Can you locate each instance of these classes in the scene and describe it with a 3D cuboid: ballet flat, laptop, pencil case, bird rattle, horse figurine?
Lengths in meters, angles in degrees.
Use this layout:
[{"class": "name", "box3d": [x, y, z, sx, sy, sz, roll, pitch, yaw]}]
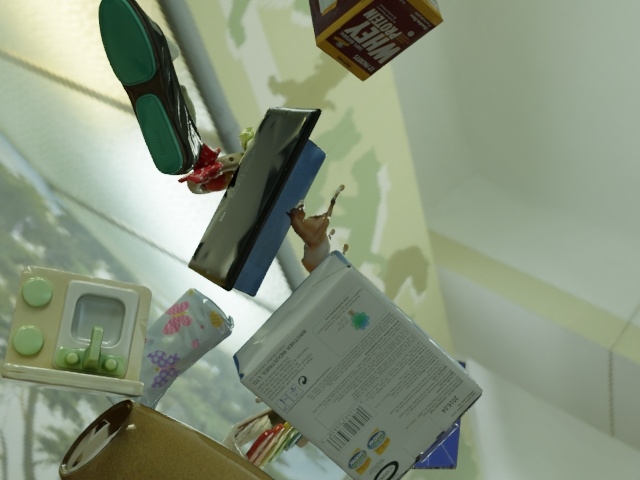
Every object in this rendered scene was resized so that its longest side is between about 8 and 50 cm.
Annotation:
[{"class": "ballet flat", "box3d": [-0.243, -0.232, 1.321, 0.095, 0.096, 0.280, -5, -68, 29]}, {"class": "laptop", "box3d": [-0.080, -0.058, 1.885, 0.236, 0.382, 0.408, 28, -4, -25]}, {"class": "pencil case", "box3d": [-0.290, 0.215, 1.693, 0.124, 0.273, 0.113, 39, -10, 30]}, {"class": "bird rattle", "box3d": [-0.241, -0.161, 2.178, 0.143, 0.253, 0.207, 57, -37, 8]}, {"class": "horse figurine", "box3d": [0.000, 0.000, 1.965, 0.066, 0.174, 0.263, 18, -47, 23]}]

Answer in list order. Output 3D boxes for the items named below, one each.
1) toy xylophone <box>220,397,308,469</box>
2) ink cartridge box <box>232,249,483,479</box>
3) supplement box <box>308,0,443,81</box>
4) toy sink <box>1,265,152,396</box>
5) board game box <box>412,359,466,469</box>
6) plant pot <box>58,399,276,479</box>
[{"class": "toy xylophone", "box3d": [-0.100, 0.383, 1.801, 0.081, 0.322, 0.236, 44, -54, 18]}, {"class": "ink cartridge box", "box3d": [0.084, 0.250, 1.554, 0.395, 0.270, 0.151, 43, 3, -14]}, {"class": "supplement box", "box3d": [0.092, -0.433, 1.625, 0.191, 0.194, 0.129, -34, -44, 29]}, {"class": "toy sink", "box3d": [-0.290, 0.111, 1.071, 0.152, 0.131, 0.234, 10, -13, -16]}, {"class": "board game box", "box3d": [0.160, 0.364, 1.992, 0.141, 0.232, 0.291, 11, -8, -37]}, {"class": "plant pot", "box3d": [-0.184, 0.320, 1.095, 0.254, 0.237, 0.237, 50, -23, -16]}]
